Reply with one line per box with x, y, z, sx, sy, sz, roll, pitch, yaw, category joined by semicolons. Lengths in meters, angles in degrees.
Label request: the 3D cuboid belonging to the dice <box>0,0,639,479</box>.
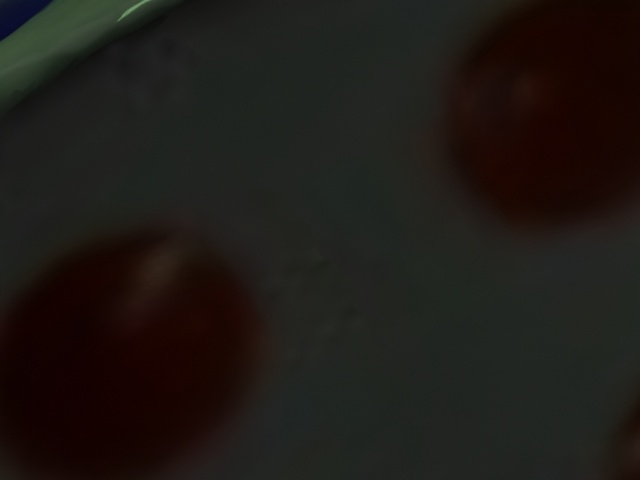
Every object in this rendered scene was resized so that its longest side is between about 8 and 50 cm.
0.000;0.000;0.590;0.304;0.277;0.304;-29;23;-3;dice
